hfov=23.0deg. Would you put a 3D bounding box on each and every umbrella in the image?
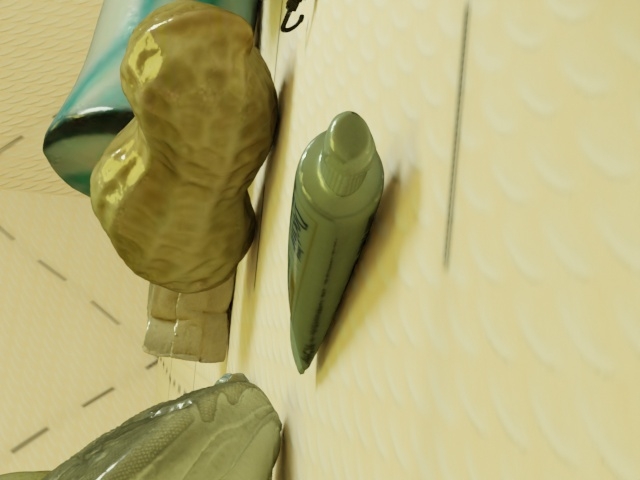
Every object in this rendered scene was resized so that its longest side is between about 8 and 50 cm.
[{"bbox_3d":[-0.008,-0.177,0.992,0.022,0.022,0.149,52,153,20],"label":"umbrella"}]

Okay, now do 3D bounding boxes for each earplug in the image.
[{"bbox_3d":[-0.134,-0.205,1.468,0.185,0.185,0.324,110,169,-63],"label":"earplug"}]

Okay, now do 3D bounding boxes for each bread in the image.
[{"bbox_3d":[-0.126,0.052,1.504,0.152,0.077,0.105,-140,57,-83],"label":"bread"}]

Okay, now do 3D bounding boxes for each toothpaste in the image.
[{"bbox_3d":[0.000,0.000,0.725,0.255,0.037,0.067,107,162,-70],"label":"toothpaste"}]

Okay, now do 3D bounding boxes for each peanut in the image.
[{"bbox_3d":[-0.106,-0.069,1.210,0.298,0.136,0.120,107,147,-49],"label":"peanut"}]

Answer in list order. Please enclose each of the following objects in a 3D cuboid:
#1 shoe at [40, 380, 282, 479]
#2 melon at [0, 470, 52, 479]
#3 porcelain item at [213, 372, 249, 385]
[{"bbox_3d":[-0.099,0.233,0.859,0.132,0.210,0.342,-27,13,43],"label":"shoe"},{"bbox_3d":[-0.186,0.319,1.014,0.268,0.268,0.330,110,152,-62],"label":"melon"},{"bbox_3d":[-0.066,0.115,1.173,0.083,0.028,0.036,126,146,-78],"label":"porcelain item"}]
